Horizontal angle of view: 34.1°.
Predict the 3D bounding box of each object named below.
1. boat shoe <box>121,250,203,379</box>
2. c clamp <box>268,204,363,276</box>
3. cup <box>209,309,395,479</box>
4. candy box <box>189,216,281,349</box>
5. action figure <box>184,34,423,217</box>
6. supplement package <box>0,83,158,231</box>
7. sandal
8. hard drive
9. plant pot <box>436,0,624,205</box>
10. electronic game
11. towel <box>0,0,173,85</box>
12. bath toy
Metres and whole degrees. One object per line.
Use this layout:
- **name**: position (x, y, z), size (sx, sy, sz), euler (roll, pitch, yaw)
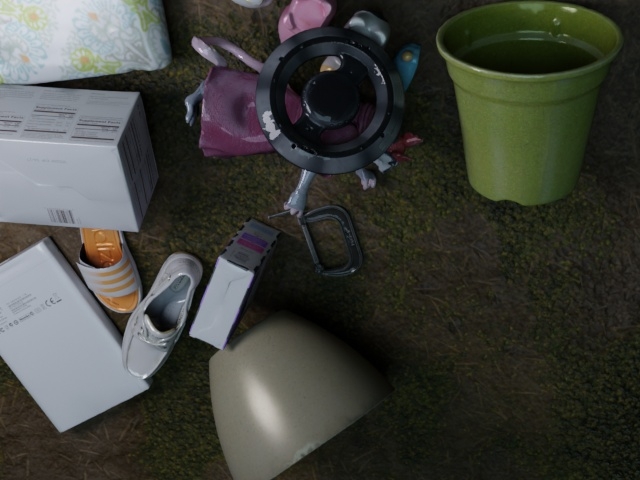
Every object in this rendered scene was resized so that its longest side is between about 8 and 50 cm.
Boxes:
- **boat shoe**: position (-0.304, 0.153, 1.944), size (0.098, 0.096, 0.277), euler (21, 110, -11)
- **c clamp**: position (0.000, 0.000, 1.888), size (0.137, 0.022, 0.161), euler (-21, 107, 12)
- **cup**: position (-0.066, 0.266, 1.878), size (0.331, 0.331, 0.237), euler (-37, 83, 22)
- **candy box**: position (-0.148, 0.072, 1.844), size (0.070, 0.196, 0.165), euler (24, 115, 2)
- **action figure**: position (-0.014, -0.194, 1.703), size (0.370, 0.248, 0.276), euler (6, 107, 15)
- **supplement package**: position (-0.435, -0.141, 1.794), size (0.261, 0.145, 0.204), euler (5, 138, 8)
- **sandal**: position (-0.409, 0.026, 1.935), size (0.101, 0.076, 0.265), euler (-7, 112, 13)
- **hard drive**: position (-0.520, 0.189, 2.042), size (0.233, 0.047, 0.353), euler (-28, 106, 19)
- **plant pot**: position (0.320, -0.205, 1.630), size (0.276, 0.276, 0.254), euler (2, 126, 9)
- **electronic game**: position (0.015, -0.213, 1.585), size (0.229, 0.048, 0.229), euler (1, 83, -4)
- **towel**: position (-0.452, -0.428, 1.741), size (0.374, 0.090, 0.321), euler (-4, 116, 11)
- **bath toy**: position (-0.004, -0.350, 1.675), size (0.348, 0.129, 0.151), euler (34, 117, -7)
